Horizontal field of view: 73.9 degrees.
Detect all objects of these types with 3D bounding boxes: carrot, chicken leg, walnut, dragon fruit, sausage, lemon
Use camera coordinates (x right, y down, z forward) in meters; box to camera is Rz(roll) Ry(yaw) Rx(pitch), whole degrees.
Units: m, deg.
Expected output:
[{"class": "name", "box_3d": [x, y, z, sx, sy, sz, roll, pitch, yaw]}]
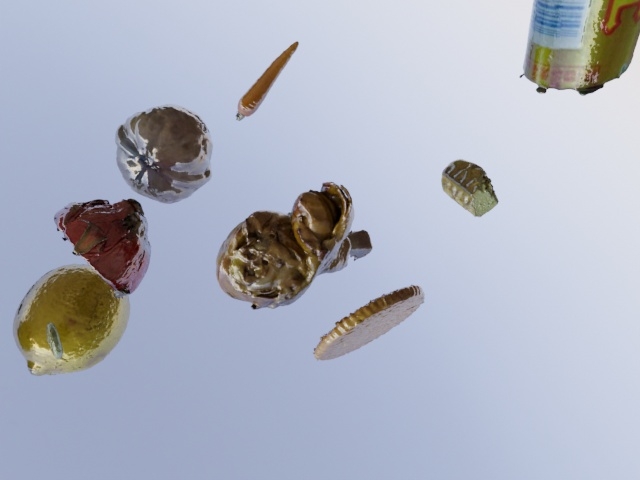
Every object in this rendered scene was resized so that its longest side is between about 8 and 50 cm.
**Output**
[{"class": "carrot", "box_3d": [-0.187, -0.539, 1.441, 0.069, 0.336, 0.069, 37, -160, -16]}, {"class": "chicken leg", "box_3d": [0.000, 0.000, 0.869, 0.409, 0.295, 0.182, -2, -130, -46]}, {"class": "walnut", "box_3d": [-0.386, -0.220, 1.079, 0.248, 0.248, 0.249, 16, -130, -21]}, {"class": "dragon fruit", "box_3d": [-0.419, -0.008, 0.890, 0.148, 0.223, 0.219, -39, -70, -16]}, {"class": "sausage", "box_3d": [0.295, -0.325, 0.432, 0.117, 0.318, 0.125, 23, -128, 32]}, {"class": "lemon", "box_3d": [-0.641, 0.205, 1.109, 0.257, 0.258, 0.310, 25, -127, -14]}]

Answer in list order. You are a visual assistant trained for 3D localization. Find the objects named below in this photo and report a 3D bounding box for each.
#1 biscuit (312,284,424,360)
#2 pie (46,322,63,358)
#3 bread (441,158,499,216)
[{"class": "biscuit", "box_3d": [0.098, 0.163, 0.844, 0.253, 0.254, 0.035, -11, -121, -37]}, {"class": "pie", "box_3d": [-0.584, 0.219, 0.933, 0.021, 0.084, 0.084, -15, -114, -40]}, {"class": "bread", "box_3d": [0.237, -0.091, 0.688, 0.060, 0.066, 0.110, 2, -148, -20]}]
